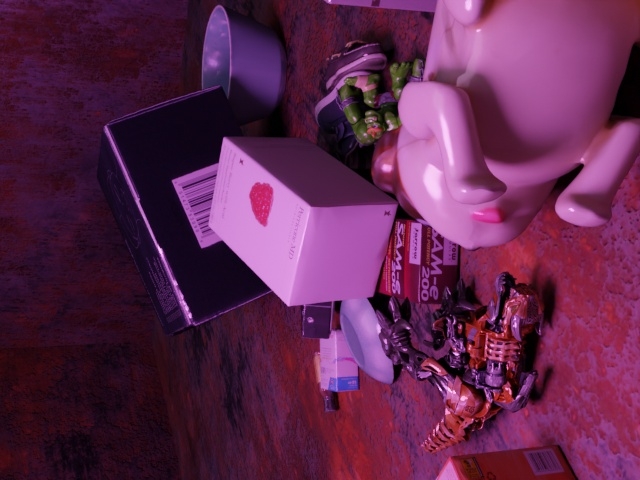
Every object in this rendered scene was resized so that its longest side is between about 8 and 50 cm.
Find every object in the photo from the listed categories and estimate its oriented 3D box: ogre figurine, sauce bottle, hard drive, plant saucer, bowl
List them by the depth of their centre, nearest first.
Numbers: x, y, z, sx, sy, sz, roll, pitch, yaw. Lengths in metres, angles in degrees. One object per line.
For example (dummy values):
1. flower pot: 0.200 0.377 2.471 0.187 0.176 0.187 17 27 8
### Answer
1. ogre figurine: 0.111 -0.227 1.390 0.197 0.097 0.118 -10 88 25
2. plant saucer: 0.073 0.175 1.491 0.195 0.037 0.195 160 90 -77
3. hard drive: 0.000 0.000 1.645 0.237 0.064 0.339 -103 15 -79
4. sauce bottle: 0.012 0.295 1.737 0.042 0.042 0.128 135 131 -62
5. bowl: -0.187 -0.422 2.079 0.311 0.163 0.311 180 90 -69

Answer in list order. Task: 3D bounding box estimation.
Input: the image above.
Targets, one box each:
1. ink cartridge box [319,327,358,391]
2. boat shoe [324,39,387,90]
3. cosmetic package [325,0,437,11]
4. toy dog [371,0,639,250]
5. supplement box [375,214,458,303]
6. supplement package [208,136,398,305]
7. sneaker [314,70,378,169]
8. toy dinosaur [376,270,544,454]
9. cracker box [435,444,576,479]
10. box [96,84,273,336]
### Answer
1. ink cartridge box: 0.036 0.235 1.655 0.088 0.052 0.122 168 100 -69
2. boat shoe: 0.059 -0.335 1.542 0.228 0.081 0.068 169 96 -71
3. cosmetic package: 0.114 -0.398 1.182 0.107 0.238 0.127 -122 34 -58
4. toy dog: 0.192 -0.174 0.925 0.395 0.285 0.408 -112 27 -45
5. supplement box: 0.137 0.026 1.356 0.239 0.073 0.130 -171 82 -68
6. supplement package: -0.038 -0.042 1.386 0.293 0.175 0.177 40 124 47
7. sneaker: 0.052 -0.199 1.561 0.226 0.086 0.163 138 125 -71
8. toy dinosaur: 0.190 0.172 1.135 0.218 0.164 0.322 47 114 38
9. cracker box: 0.206 0.359 1.063 0.067 0.156 0.232 -111 30 -44
10. box: -0.312 -0.046 2.002 0.480 0.297 0.472 66 159 2
